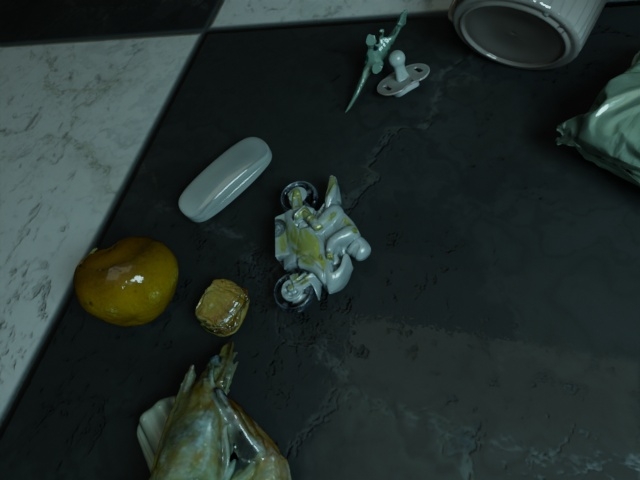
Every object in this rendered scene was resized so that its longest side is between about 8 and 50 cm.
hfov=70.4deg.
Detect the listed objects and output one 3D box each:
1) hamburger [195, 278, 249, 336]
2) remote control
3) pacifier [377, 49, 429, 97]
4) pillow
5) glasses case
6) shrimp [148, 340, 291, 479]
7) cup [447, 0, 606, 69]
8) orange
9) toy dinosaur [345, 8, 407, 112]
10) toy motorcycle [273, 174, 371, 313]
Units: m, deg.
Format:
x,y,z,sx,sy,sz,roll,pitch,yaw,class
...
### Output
x,y,z,sx,sy,sz,roll,pitch,yaw,class
-0.147,0.102,0.689,0.076,0.044,0.083,20,67,28,hamburger
-0.161,0.305,0.576,0.090,0.049,0.230,-39,59,-9,remote control
0.140,-0.301,0.805,0.099,0.078,0.081,-32,42,-1,pacifier
0.507,-0.153,0.569,0.283,0.138,0.310,-40,52,-10,pillow
-0.170,-0.110,0.811,0.193,0.049,0.074,-44,59,-10,glasses case
-0.111,0.260,0.549,0.168,0.077,0.317,18,42,-15,shrimp
0.327,-0.443,0.714,0.288,0.208,0.273,25,92,36,cup
-0.302,0.065,0.717,0.157,0.134,0.156,-10,18,3,orange
0.100,-0.329,0.830,0.044,0.187,0.106,25,34,4,toy dinosaur
0.000,0.000,0.684,0.151,0.074,0.228,-5,59,12,toy motorcycle
